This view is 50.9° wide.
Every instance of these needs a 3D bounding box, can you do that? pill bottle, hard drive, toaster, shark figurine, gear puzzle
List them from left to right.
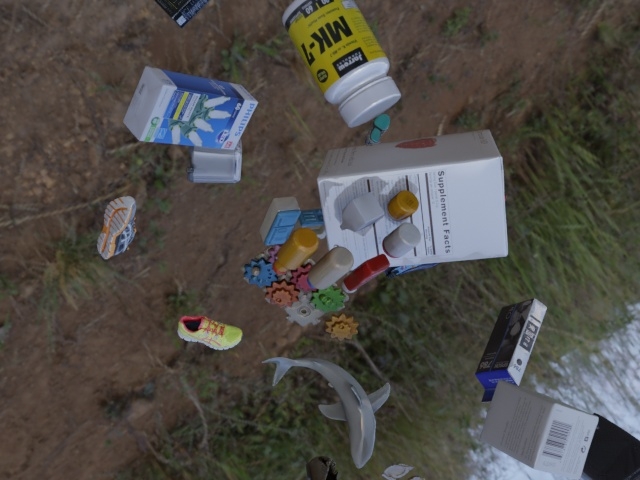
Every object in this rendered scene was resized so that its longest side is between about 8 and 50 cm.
[{"bbox_3d":[-0.297,-0.231,1.890,0.146,0.129,0.227,2,-162,-8],"label":"toaster"},{"bbox_3d":[-0.036,0.146,1.641,0.175,0.339,0.044,-33,-154,24],"label":"gear puzzle"},{"bbox_3d":[0.032,0.290,1.326,0.166,0.278,0.116,-46,170,-12],"label":"shark figurine"},{"bbox_3d":[0.037,-0.297,1.082,0.119,0.209,0.119,-30,177,-2],"label":"pill bottle"},{"bbox_3d":[0.697,0.531,1.581,0.172,0.054,0.254,-26,-144,-21],"label":"hard drive"}]

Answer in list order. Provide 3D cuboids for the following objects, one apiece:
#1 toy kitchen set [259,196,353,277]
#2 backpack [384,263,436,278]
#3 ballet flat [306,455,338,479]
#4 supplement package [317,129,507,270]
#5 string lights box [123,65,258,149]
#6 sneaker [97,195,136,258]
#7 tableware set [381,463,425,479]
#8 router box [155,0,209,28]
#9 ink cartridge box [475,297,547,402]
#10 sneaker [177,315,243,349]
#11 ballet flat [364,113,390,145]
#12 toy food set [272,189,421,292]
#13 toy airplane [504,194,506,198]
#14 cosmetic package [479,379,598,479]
[{"bbox_3d":[0.000,0.000,1.455,0.207,0.166,0.122,-7,149,-26],"label":"toy kitchen set"},{"bbox_3d":[0.245,0.005,1.824,0.173,0.158,0.117,-11,-147,-4],"label":"backpack"},{"bbox_3d":[0.021,0.515,1.314,0.058,0.084,0.250,-32,-155,6],"label":"ballet flat"},{"bbox_3d":[0.158,-0.071,1.153,0.292,0.175,0.177,-6,-158,10],"label":"supplement package"},{"bbox_3d":[-0.272,-0.276,1.431,0.259,0.077,0.133,-3,132,-50],"label":"string lights box"},{"bbox_3d":[-0.544,-0.041,1.841,0.083,0.084,0.215,-12,146,-47],"label":"sneaker"},{"bbox_3d":[0.179,0.602,1.650,0.168,0.141,0.020,-42,-145,25],"label":"tableware set"},{"bbox_3d":[-0.252,-0.446,1.181,0.092,0.122,0.038,-44,158,3],"label":"router box"},{"bbox_3d":[0.586,0.343,2.103,0.333,0.065,0.165,-62,-166,-27],"label":"ink cartridge box"},{"bbox_3d":[-0.341,0.275,2.056,0.094,0.208,0.082,94,3,-54],"label":"sneaker"},{"bbox_3d":[0.129,-0.256,1.579,0.041,0.041,0.114,-34,-161,45],"label":"ballet flat"},{"bbox_3d":[0.049,0.010,1.002,0.232,0.111,0.104,-26,170,-34],"label":"toy food set"},{"bbox_3d":[0.316,-0.065,1.327,0.151,0.028,0.151,-167,-90,-80],"label":"toy airplane"},{"bbox_3d":[0.494,0.428,1.532,0.183,0.151,0.151,14,-96,63],"label":"cosmetic package"}]
